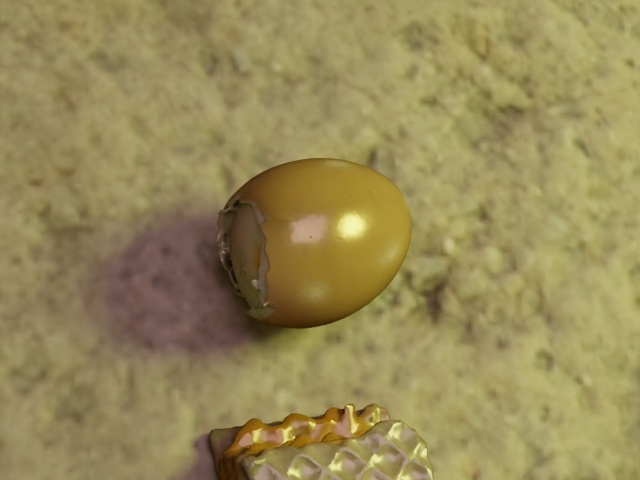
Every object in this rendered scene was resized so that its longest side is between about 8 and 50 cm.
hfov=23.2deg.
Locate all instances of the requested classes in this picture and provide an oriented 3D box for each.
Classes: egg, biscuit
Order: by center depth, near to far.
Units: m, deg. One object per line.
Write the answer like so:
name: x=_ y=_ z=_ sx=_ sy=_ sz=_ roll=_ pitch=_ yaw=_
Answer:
biscuit: x=0.035 y=0.247 z=0.649 sx=0.094 sy=0.054 sz=0.378 roll=-5 pitch=68 yaw=-18
egg: x=0.000 y=0.000 z=0.736 sx=0.096 sy=0.080 sz=0.080 roll=-9 pitch=69 yaw=-26
